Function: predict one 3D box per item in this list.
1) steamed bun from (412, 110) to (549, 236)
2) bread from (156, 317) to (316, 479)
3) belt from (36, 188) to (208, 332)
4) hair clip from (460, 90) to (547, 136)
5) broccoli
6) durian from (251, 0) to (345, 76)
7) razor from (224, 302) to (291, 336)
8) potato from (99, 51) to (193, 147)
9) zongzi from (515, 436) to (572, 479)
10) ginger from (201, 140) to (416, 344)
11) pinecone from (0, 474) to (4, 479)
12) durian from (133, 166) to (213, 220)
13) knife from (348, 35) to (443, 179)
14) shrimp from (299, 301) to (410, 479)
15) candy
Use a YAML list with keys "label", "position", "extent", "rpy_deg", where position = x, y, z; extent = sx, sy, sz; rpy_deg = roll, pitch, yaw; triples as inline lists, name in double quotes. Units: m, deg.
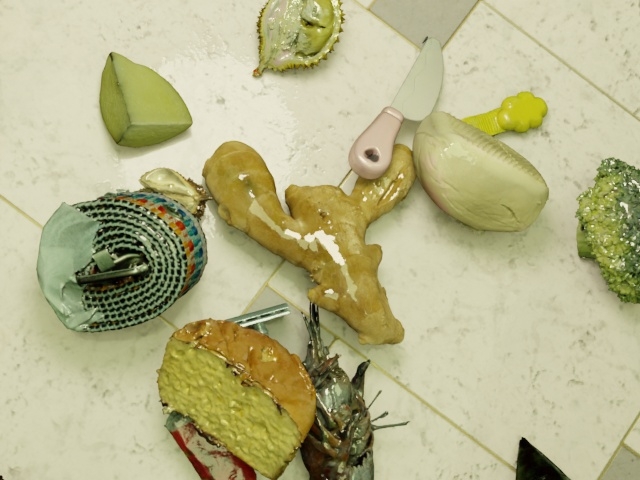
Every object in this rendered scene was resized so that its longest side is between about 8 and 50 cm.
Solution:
- label: "steamed bun"
  position: [0.250, -0.096, 1.735]
  extent: [0.239, 0.170, 0.152]
  rpy_deg: [23, 110, -22]
- label: "bread"
  position: [-0.112, 0.226, 1.602]
  extent: [0.260, 0.147, 0.160]
  rpy_deg: [29, 122, 16]
- label: "belt"
  position: [-0.313, 0.026, 1.625]
  extent: [0.257, 0.150, 0.207]
  rpy_deg: [-9, 98, 13]
- label: "hair clip"
  position: [0.320, -0.215, 1.834]
  extent: [0.173, 0.046, 0.072]
  rpy_deg: [-17, 87, -12]
- label: "broccoli"
  position: [0.519, -0.012, 1.770]
  extent: [0.176, 0.226, 0.198]
  rpy_deg: [24, 39, 28]
- label: "durian"
  position: [-0.042, -0.354, 1.788]
  extent: [0.146, 0.102, 0.208]
  rpy_deg: [40, 101, 2]
- label: "razor"
  position: [-0.074, 0.225, 1.702]
  extent: [0.106, 0.068, 0.232]
  rpy_deg: [-16, 88, -10]
- label: "potato"
  position: [-0.297, -0.229, 1.751]
  extent: [0.120, 0.081, 0.149]
  rpy_deg: [-1, 61, -38]
- label: "zongzi"
  position: [0.388, 0.512, 1.667]
  extent: [0.319, 0.362, 0.383]
  rpy_deg: [-8, 120, -11]
- label: "ginger"
  position: [-0.010, -0.007, 1.704]
  extent: [0.363, 0.122, 0.348]
  rpy_deg: [5, 65, -17]
- label: "pinecone"
  position: [-0.517, 0.439, 1.523]
  extent: [0.257, 0.243, 0.243]
  rpy_deg: [2, 80, -22]
- label: "durian"
  position: [-0.233, -0.063, 1.715]
  extent: [0.140, 0.071, 0.110]
  rpy_deg: [1, 81, 15]
- label: "knife"
  position: [0.148, -0.229, 1.769]
  extent: [0.081, 0.043, 0.336]
  rpy_deg: [33, 60, 1]
- label: "shrimp"
  position: [0.041, 0.277, 1.678]
  extent: [0.172, 0.137, 0.372]
  rpy_deg: [2, 86, -38]
- label: "candy"
  position: [-0.171, 0.337, 1.666]
  extent: [0.086, 0.059, 0.292]
  rpy_deg: [-32, 87, -13]
